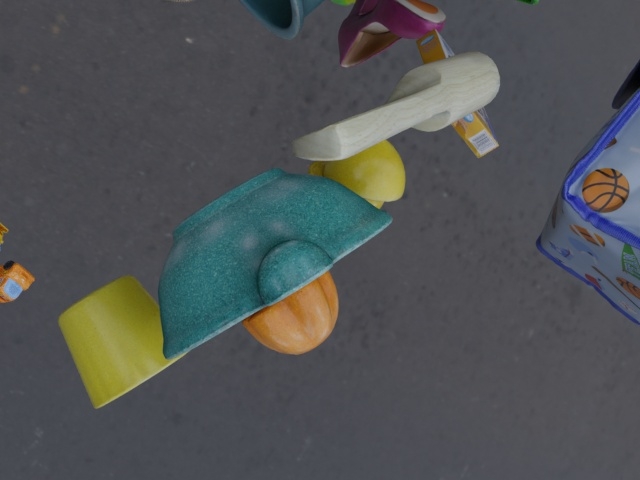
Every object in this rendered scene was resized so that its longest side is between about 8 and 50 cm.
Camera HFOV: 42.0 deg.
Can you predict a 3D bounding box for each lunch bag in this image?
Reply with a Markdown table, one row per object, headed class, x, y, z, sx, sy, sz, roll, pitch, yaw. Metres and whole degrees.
| class | x | y | z | sx | sy | sz | roll | pitch | yaw |
| --- | --- | --- | --- | --- | --- | --- | --- | --- | --- |
| lunch bag | 0.467 | -0.116 | 1.054 | 0.385 | 0.239 | 0.328 | -50 | 167 | -2 |

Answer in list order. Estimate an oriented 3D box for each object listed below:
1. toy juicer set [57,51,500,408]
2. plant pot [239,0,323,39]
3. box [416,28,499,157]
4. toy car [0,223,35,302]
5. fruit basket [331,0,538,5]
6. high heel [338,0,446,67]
| class | x | y | z | sx | sy | sz | roll | pitch | yaw |
| --- | --- | --- | --- | --- | --- | --- | --- | --- | --- |
| toy juicer set | 0.000 | 0.000 | 0.447 | 0.209 | 0.329 | 0.089 | -32 | 90 | -38 |
| plant pot | 0.007 | -0.456 | 0.904 | 0.334 | 0.341 | 0.341 | -36 | 134 | -5 |
| box | 0.136 | -0.155 | 0.844 | 0.028 | 0.136 | 0.081 | -29 | 131 | 23 |
| toy car | -0.337 | 0.026 | 0.847 | 0.122 | 0.060 | 0.040 | 85 | 9 | -56 |
| fruit basket | 0.169 | -0.498 | 1.392 | 0.283 | 0.392 | 0.392 | 36 | 81 | -49 |
| high heel | 0.081 | -0.255 | 1.057 | 0.082 | 0.244 | 0.117 | 9 | 109 | -26 |
